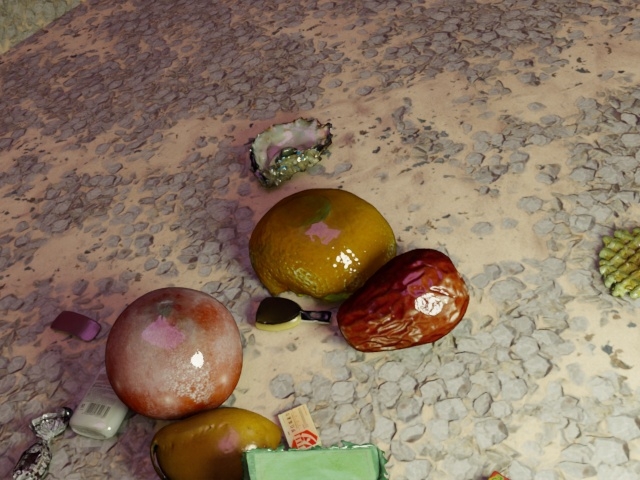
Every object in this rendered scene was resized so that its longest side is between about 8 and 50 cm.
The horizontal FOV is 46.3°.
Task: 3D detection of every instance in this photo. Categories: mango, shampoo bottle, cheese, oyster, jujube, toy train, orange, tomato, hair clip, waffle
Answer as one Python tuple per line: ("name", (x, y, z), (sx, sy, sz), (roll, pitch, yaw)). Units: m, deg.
("mango", (-0.194, 0.376, 1.330), (0.236, 0.136, 0.166), (0, 50, 26))
("shampoo bottle", (-0.422, 0.301, 1.540), (0.108, 0.051, 0.221), (4, 47, 21))
("cheese", (-0.055, 0.156, 1.580), (0.162, 0.036, 0.086), (1, 43, 18))
("oyster", (-0.083, -0.236, 1.959), (0.198, 0.092, 0.260), (10, 40, 26))
("jujube", (0.161, 0.125, 1.460), (0.255, 0.190, 0.190), (-30, 42, 11))
("toy train", (-0.009, 0.428, 1.174), (0.271, 0.159, 0.188), (0, 40, -10))
("orange", (0.000, -0.008, 1.650), (0.334, 0.196, 0.262), (15, 38, 39))
("tomato", (-0.286, 0.212, 1.456), (0.270, 0.227, 0.270), (-1, 43, 1))
("hair clip", (-0.565, 0.194, 1.717), (0.137, 0.022, 0.054), (13, 54, 29))
("waffle", (0.637, 0.042, 1.474), (0.169, 0.036, 0.183), (-6, 44, 14))

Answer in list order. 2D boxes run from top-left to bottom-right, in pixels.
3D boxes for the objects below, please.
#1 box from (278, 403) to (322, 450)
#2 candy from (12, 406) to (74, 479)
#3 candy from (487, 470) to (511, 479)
("box", (-0.039, 0.352, 1.390), (0.058, 0.015, 0.093), (-24, 43, -5))
("candy", (-0.551, 0.424, 1.456), (0.094, 0.051, 0.226), (1, 46, 15))
("candy", (0.272, 0.433, 1.190), (0.062, 0.038, 0.122), (24, 57, 36))
